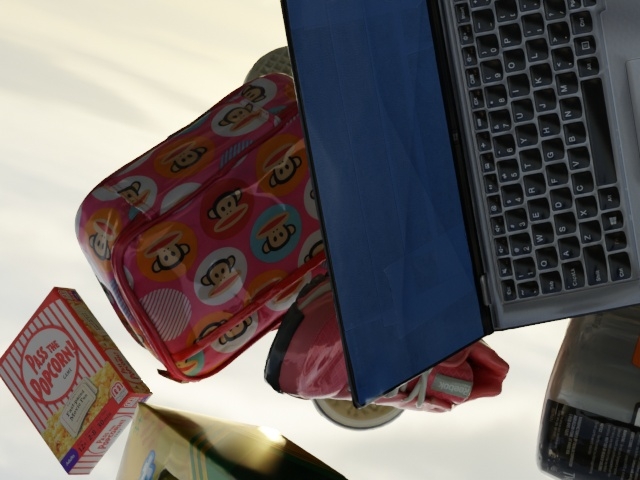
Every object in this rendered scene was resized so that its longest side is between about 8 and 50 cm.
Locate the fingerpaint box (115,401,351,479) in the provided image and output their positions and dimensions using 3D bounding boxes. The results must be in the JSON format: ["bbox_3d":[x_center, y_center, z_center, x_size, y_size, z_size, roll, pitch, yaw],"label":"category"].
[{"bbox_3d":[-0.104,0.406,1.528,0.163,0.445,0.371,15,-178,-24],"label":"fingerpaint box"}]

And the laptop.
[{"bbox_3d":[0.187,-0.095,1.506,0.407,0.382,0.236,-10,-172,-2],"label":"laptop"}]

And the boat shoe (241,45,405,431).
[{"bbox_3d":[0.000,0.000,2.142,0.186,0.500,0.156,-13,167,-7],"label":"boat shoe"}]

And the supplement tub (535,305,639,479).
[{"bbox_3d":[0.405,0.189,1.764,0.338,0.207,0.207,15,-174,14],"label":"supplement tub"}]

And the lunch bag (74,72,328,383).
[{"bbox_3d":[-0.084,0.000,1.756,0.120,0.293,0.258,36,157,46],"label":"lunch bag"}]

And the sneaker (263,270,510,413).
[{"bbox_3d":[0.074,0.105,1.619,0.136,0.116,0.314,27,-165,33],"label":"sneaker"}]

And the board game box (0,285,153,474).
[{"bbox_3d":[-0.315,0.177,2.178,0.193,0.147,0.045,49,-159,28],"label":"board game box"}]
